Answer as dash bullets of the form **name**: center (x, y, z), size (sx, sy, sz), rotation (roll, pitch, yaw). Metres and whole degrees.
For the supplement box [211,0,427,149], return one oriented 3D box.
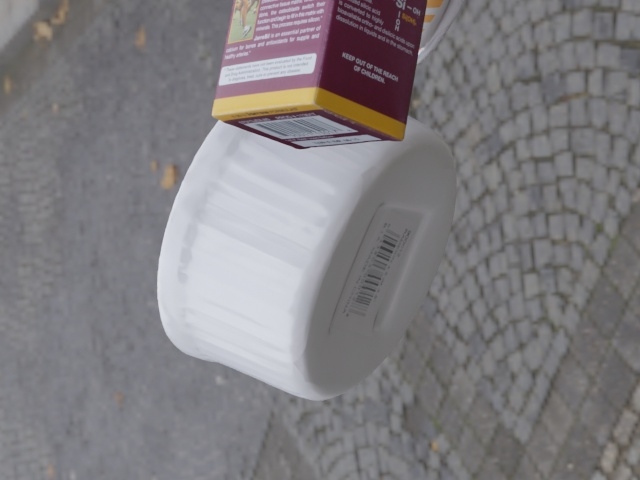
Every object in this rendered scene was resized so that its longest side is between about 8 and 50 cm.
- **supplement box**: center (0.007, -0.160, 0.842), size (0.104, 0.081, 0.188), rotation (0, 77, 48)

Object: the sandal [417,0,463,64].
- **sandal**: center (0.093, -0.263, 1.181), size (0.265, 0.076, 0.102), rotation (-56, 47, 48)

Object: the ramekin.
- **ramekin**: center (0.000, 0.000, 1.127), size (0.135, 0.277, 0.277), rotation (25, 120, 26)
